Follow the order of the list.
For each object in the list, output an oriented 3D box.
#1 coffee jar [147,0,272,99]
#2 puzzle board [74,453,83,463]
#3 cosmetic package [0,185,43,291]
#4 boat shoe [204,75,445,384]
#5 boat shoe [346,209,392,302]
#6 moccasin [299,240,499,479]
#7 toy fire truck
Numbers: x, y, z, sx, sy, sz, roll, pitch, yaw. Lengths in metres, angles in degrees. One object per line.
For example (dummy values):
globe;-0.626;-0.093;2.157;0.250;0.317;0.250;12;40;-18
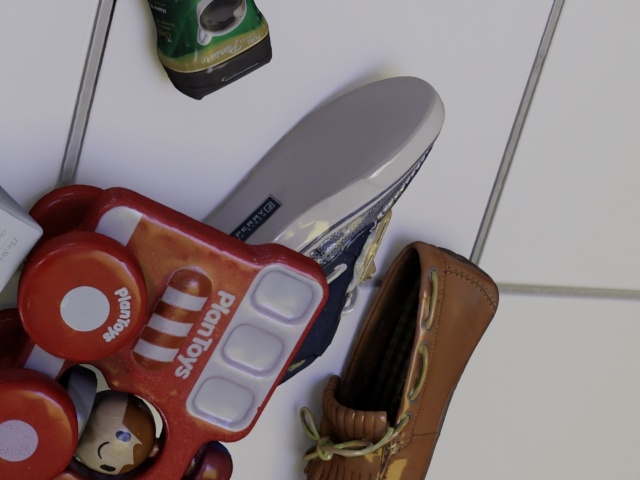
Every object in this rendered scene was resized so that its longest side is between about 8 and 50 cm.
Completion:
coffee jar;-0.105;-0.214;1.143;0.096;0.079;0.184;-31;126;-21
puzzle board;-0.263;0.180;1.253;0.128;0.011;0.096;-6;89;-32
cosmetic package;-0.377;0.009;1.032;0.224;0.138;0.224;36;90;-39
boat shoe;0.000;0.000;1.308;0.340;0.127;0.158;-39;134;0
boat shoe;0.035;0.021;1.378;0.045;0.050;0.135;15;104;-33
moccasin;0.053;0.183;1.415;0.147;0.139;0.380;22;99;-39
toy fire truck;-0.161;0.111;1.159;0.253;0.169;0.302;25;102;-18
